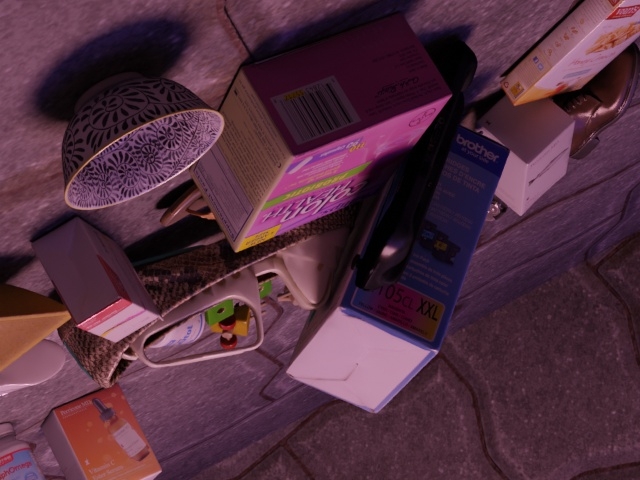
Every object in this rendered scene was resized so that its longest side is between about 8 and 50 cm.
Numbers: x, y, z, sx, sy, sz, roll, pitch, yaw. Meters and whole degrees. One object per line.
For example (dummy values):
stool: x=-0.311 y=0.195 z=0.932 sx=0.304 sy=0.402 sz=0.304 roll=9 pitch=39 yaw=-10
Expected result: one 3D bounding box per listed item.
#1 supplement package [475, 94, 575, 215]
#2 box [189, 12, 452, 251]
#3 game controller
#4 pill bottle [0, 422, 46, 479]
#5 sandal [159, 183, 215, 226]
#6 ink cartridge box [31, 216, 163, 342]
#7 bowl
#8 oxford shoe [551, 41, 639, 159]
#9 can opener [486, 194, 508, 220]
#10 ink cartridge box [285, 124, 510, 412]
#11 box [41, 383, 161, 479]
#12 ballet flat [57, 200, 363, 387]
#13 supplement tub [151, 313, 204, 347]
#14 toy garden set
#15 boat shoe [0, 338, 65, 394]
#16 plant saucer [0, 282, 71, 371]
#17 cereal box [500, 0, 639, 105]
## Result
supplement package: x=0.299 y=-0.136 z=2.115 sx=0.105 sy=0.105 sz=0.179 roll=-42 pitch=160 yaw=-12
box: x=-0.005 y=-0.118 z=1.612 sx=0.214 sy=0.117 sz=0.243 roll=-23 pitch=165 yaw=-28
game controller: x=0.115 y=-0.092 z=1.736 sx=0.166 sy=0.067 sz=0.319 roll=97 pitch=13 yaw=-62
pill bottle: x=-0.488 y=0.375 z=2.276 sx=0.087 sy=0.160 sz=0.087 roll=-29 pitch=166 yaw=-8
sandal: x=-0.113 y=-0.054 z=1.759 sx=0.180 sy=0.049 sz=0.072 roll=-22 pitch=164 yaw=-29
ink cartridge box: x=-0.260 y=0.053 z=1.697 sx=0.067 sy=0.115 sz=0.198 roll=-32 pitch=166 yaw=2
bowl: x=-0.184 y=-0.107 z=1.361 sx=0.170 sy=0.080 sz=0.170 roll=-28 pitch=166 yaw=-8
oxford shoe: x=0.414 y=-0.216 z=2.208 sx=0.096 sy=0.082 sz=0.227 roll=11 pitch=131 yaw=-26
can opener: x=0.341 y=-0.130 z=2.438 sx=0.283 sy=0.076 sz=0.095 roll=-45 pitch=-168 yaw=45
ink cartridge box: x=0.115 y=0.005 z=1.974 sx=0.270 sy=0.151 sz=0.395 roll=125 pitch=-12 yaw=-61
box: x=-0.370 y=0.350 z=2.410 sx=0.130 sy=0.170 sz=0.091 roll=-21 pitch=165 yaw=-32
ballet flat: x=-0.105 y=0.053 z=1.879 sx=0.483 sy=0.182 sz=0.164 roll=-27 pitch=165 yaw=-12
supplement tub: x=-0.225 y=0.121 z=2.108 sx=0.071 sy=0.071 sz=0.107 roll=-36 pitch=166 yaw=22
toy garden set: x=-0.076 y=0.053 z=2.166 sx=0.244 sy=0.049 sz=0.203 roll=-28 pitch=150 yaw=-19
boat shoe: x=-0.435 y=0.183 z=1.920 sx=0.184 sy=0.066 sz=0.063 roll=-25 pitch=179 yaw=-28
plant saucer: x=-0.499 y=0.143 z=1.602 sx=0.333 sy=0.081 sz=0.333 roll=-37 pitch=165 yaw=22
cereal box: x=0.378 y=-0.282 z=1.968 sx=0.173 sy=0.047 sz=0.240 roll=-17 pitch=161 yaw=-43
